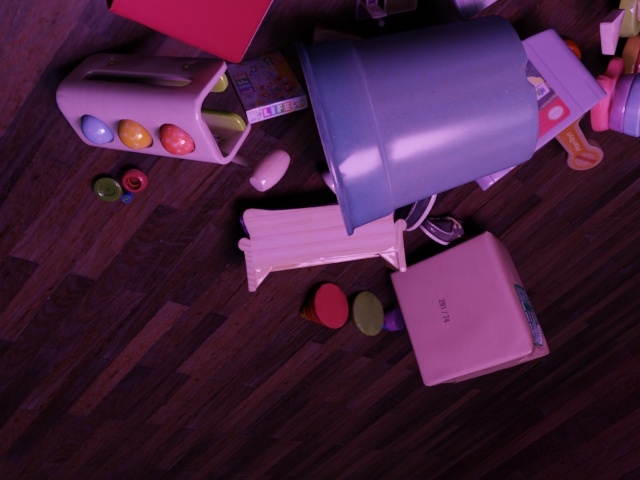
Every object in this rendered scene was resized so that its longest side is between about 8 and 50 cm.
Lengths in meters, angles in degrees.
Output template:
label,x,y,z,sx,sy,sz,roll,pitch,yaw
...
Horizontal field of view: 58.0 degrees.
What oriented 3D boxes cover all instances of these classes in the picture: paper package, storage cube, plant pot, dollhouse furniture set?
label,x,y,z,sx,sy,sz,roll,pitch,yaw
paper package,0.382,0.184,1.509,0.310,0.324,0.168,-28,155,30
storage cube,-0.173,-0.397,0.793,0.193,0.183,0.215,13,126,-37
plant pot,0.163,-0.213,0.989,0.334,0.341,0.341,-15,139,3
dollhouse furniture set,0.128,-0.418,1.000,0.114,0.081,0.091,-15,138,-13

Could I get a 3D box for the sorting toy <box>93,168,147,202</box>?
label,x,y,z,sx,sy,sz,roll,pitch,yaw
sorting toy,-0.379,-0.108,1.109,0.102,0.042,0.061,-13,124,4

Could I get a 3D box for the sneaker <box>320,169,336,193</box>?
label,x,y,z,sx,sy,sz,roll,pitch,yaw
sneaker,0.084,-0.131,1.293,0.094,0.080,0.212,-47,145,17

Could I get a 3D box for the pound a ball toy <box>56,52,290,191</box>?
label,x,y,z,sx,sy,sz,roll,pitch,yaw
pound a ball toy,-0.233,-0.167,0.914,0.319,0.135,0.208,12,146,24

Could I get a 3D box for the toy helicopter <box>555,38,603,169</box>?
label,x,y,z,sx,sy,sz,roll,pitch,yaw
toy helicopter,0.533,-0.264,1.319,0.235,0.140,0.355,-27,134,32

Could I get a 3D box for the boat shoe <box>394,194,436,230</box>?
label,x,y,z,sx,sy,sz,roll,pitch,yaw
boat shoe,0.203,-0.169,1.267,0.113,0.127,0.340,0,131,-25

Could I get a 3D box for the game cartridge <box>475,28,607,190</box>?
label,x,y,z,sx,sy,sz,roll,pitch,yaw
game cartridge,0.377,-0.264,1.129,0.294,0.196,0.060,-39,174,7

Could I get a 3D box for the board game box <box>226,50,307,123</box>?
label,x,y,z,sx,sy,sz,roll,pitch,yaw
board game box,-0.095,-0.266,0.992,0.104,0.154,0.026,-19,139,-9

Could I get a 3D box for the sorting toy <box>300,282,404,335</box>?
label,x,y,z,sx,sy,sz,roll,pitch,yaw
sorting toy,0.081,0.215,1.652,0.366,0.127,0.126,16,153,-41

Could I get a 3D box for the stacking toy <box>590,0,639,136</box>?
label,x,y,z,sx,sy,sz,roll,pitch,yaw
stacking toy,0.668,-0.379,1.173,0.309,0.130,0.279,-52,140,-28

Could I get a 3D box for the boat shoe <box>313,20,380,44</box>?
label,x,y,z,sx,sy,sz,roll,pitch,yaw
boat shoe,0.050,-0.363,1.048,0.135,0.050,0.045,6,134,-19

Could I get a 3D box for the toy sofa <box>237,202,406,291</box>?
label,x,y,z,sx,sy,sz,roll,pitch,yaw
toy sofa,0.000,0.000,1.287,0.363,0.150,0.177,-8,92,-7

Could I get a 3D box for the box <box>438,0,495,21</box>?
label,x,y,z,sx,sy,sz,roll,pitch,yaw
box,0.264,-0.463,0.989,0.137,0.126,0.072,-33,137,7

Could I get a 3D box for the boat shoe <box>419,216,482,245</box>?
label,x,y,z,sx,sy,sz,roll,pitch,yaw
boat shoe,0.345,-0.031,1.523,0.228,0.081,0.068,13,125,-45
